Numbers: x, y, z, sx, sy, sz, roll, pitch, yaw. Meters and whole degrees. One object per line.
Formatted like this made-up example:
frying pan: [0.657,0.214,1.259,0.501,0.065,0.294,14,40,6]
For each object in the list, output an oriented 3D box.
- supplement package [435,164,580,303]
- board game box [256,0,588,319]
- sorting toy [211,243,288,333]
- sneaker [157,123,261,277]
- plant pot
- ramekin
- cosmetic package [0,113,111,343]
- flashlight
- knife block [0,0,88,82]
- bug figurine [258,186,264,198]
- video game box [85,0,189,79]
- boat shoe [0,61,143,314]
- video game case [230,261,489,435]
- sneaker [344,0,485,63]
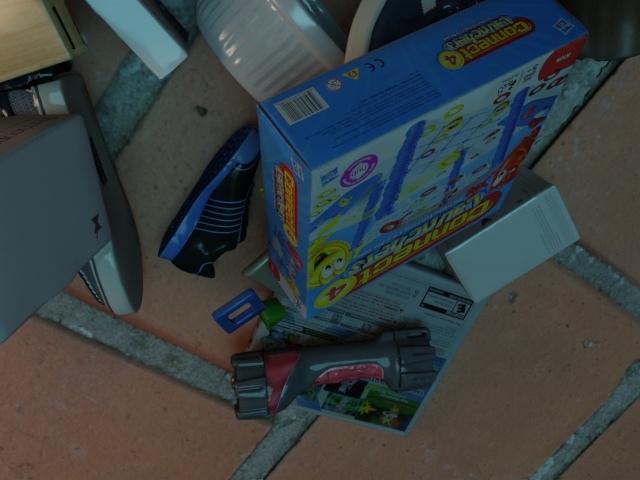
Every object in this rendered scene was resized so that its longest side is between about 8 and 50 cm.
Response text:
supplement package: [0.264,-0.012,0.964,0.179,0.105,0.105,-33,116,5]
board game box: [0.091,-0.078,0.691,0.308,0.086,0.302,-29,155,-17]
sorting toy: [0.000,0.000,0.873,0.348,0.047,0.196,-41,153,7]
sneaker: [-0.129,-0.048,0.893,0.090,0.081,0.232,29,113,-24]
plant pot: [0.365,-0.327,0.819,0.167,0.167,0.165,-18,125,-2]
ramekin: [-0.049,-0.239,0.754,0.109,0.207,0.207,-38,115,18]
cosmetic package: [-0.489,-0.021,0.681,0.453,0.230,0.161,0,116,10]
flashlight: [0.020,0.204,0.981,0.304,0.103,0.103,-3,141,-11]
knife block: [-0.385,-0.198,0.679,0.242,0.276,0.088,-30,118,-15]
bug figurine: [0.052,-0.116,0.848,0.279,0.072,0.216,-21,157,-1]
video game box: [-0.228,-0.280,0.706,0.048,0.187,0.205,-39,115,10]
boat shoe: [-0.347,-0.050,0.836,0.158,0.127,0.340,-12,108,2]
video game case: [0.062,0.157,1.042,0.329,0.036,0.300,19,109,-19]
sneaker: [0.154,-0.250,0.716,0.350,0.148,0.131,-56,156,-24]
